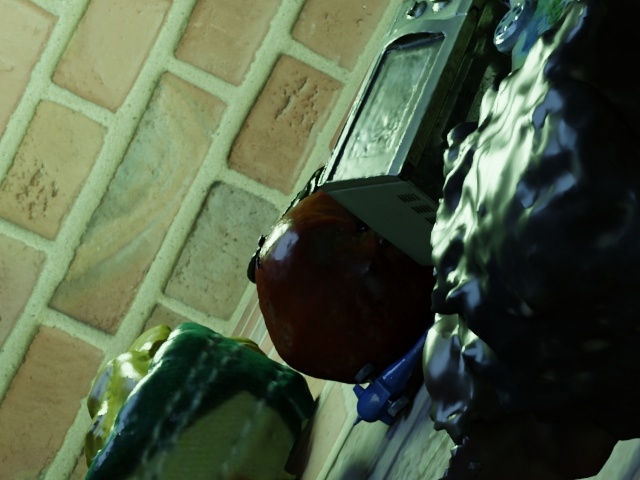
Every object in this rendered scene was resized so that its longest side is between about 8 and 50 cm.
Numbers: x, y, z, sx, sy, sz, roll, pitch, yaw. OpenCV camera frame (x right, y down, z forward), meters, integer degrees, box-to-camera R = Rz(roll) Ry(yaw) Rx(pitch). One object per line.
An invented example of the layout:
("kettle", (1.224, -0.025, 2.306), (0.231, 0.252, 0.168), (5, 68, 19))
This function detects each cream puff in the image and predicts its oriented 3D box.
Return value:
("cream puff", (-0.174, 0.259, 1.572), (0.270, 0.274, 0.323), (-50, 9, 24))

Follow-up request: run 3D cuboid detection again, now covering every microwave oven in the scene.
("microwave oven", (0.119, -0.101, 1.140), (0.129, 0.163, 0.205), (-7, 55, 54))

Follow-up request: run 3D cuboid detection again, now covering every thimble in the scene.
("thimble", (-0.131, 0.234, 1.272), (0.288, 0.167, 0.254), (-63, -3, 29))

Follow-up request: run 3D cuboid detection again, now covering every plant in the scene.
("plant", (0.139, 0.004, 0.572), (0.234, 0.178, 0.204), (108, 171, -53))

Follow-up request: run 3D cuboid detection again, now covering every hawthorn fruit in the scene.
("hawthorn fruit", (0.021, 0.055, 1.256), (0.185, 0.185, 0.202), (-71, 0, -47))

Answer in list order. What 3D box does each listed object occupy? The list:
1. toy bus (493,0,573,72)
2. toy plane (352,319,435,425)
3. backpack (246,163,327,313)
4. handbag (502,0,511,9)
("toy bus", (0.202, -0.129, 0.908), (0.136, 0.109, 0.330), (-47, 14, 27))
("toy plane", (0.075, 0.116, 1.170), (0.062, 0.054, 0.167), (-34, -18, -45))
("backpack", (0.000, 0.000, 1.764), (0.253, 0.140, 0.207), (-64, 8, -16))
("handbag", (0.152, -0.198, 1.388), (0.228, 0.127, 0.208), (-41, 12, 46))
